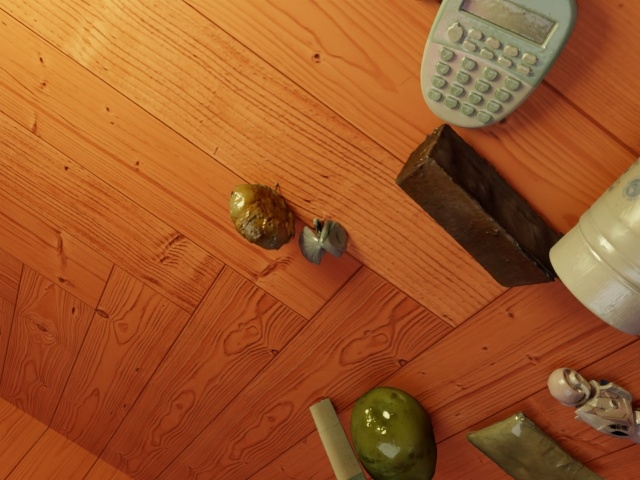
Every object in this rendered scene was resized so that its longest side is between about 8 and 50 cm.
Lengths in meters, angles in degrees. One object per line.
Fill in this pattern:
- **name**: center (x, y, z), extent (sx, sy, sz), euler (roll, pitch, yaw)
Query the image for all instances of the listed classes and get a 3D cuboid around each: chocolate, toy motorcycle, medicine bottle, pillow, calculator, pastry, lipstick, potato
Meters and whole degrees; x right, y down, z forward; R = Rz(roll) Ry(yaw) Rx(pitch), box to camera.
- **chocolate**: center (0.276, -0.044, 0.864), extent (0.321, 0.112, 0.112), euler (40, 145, -12)
- **toy motorcycle**: center (0.589, 0.355, 1.038), extent (0.254, 0.112, 0.112), euler (29, 130, -3)
- **medicine bottle**: center (0.508, -0.031, 0.712), extent (0.189, 0.190, 0.332), euler (30, 125, -2)
- **pillow**: center (0.529, 0.540, 1.222), extent (0.302, 0.075, 0.185), euler (40, 127, -6)
- **calculator**: center (0.256, -0.298, 0.729), extent (0.183, 0.042, 0.295), euler (25, 133, 3)
- **pastry**: center (-0.117, -0.049, 0.996), extent (0.081, 0.153, 0.153), euler (-29, 111, 27)
- **lipstick**: center (0.052, 0.542, 1.273), extent (0.068, 0.317, 0.066), euler (-25, 121, -6)
- **potato**: center (0.184, 0.503, 1.248), extent (0.215, 0.216, 0.305), euler (2, 123, 20)

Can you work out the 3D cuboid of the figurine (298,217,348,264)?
- **figurine**: center (0.000, 0.000, 1.042), extent (0.086, 0.082, 0.095), euler (-15, 94, 48)
